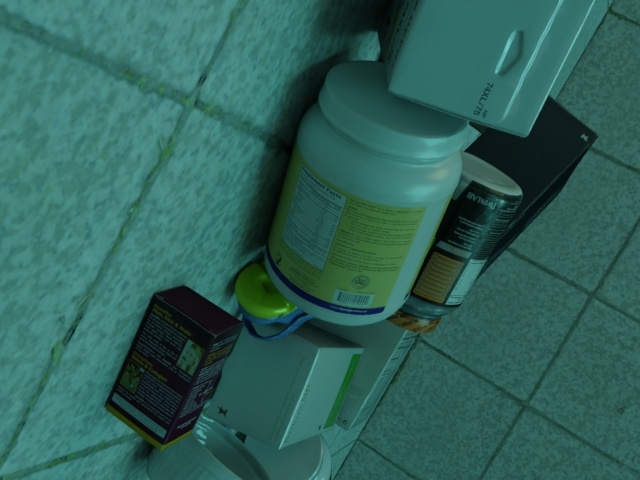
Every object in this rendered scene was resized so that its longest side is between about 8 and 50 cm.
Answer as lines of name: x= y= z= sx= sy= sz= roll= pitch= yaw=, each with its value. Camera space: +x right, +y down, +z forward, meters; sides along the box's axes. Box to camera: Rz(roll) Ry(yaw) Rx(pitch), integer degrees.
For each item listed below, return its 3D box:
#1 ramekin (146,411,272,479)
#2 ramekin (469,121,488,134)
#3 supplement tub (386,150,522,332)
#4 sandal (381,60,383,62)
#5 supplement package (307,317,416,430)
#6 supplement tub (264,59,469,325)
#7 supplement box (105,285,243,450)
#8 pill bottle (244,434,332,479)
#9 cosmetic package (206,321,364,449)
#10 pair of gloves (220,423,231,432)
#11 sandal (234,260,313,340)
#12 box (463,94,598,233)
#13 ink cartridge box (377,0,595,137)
ramekin: x=-0.186 y=0.380 z=1.308 sx=0.109 sy=0.207 sz=0.207 roll=-49 pitch=163 yaw=-2
ramekin: x=0.390 y=-0.368 z=1.765 sx=0.273 sy=0.127 sz=0.273 roll=-51 pitch=162 yaw=-24
supplement tub: x=0.215 y=0.001 z=1.472 sx=0.193 sy=0.193 sz=0.316 roll=-22 pitch=142 yaw=-63
sandal: x=0.260 y=-0.374 z=1.266 sx=0.416 sy=0.102 sz=0.169 roll=-46 pitch=171 yaw=26
supplement package: x=0.068 y=0.249 z=1.785 sx=0.262 sy=0.199 sz=0.198 roll=-60 pitch=164 yaw=5
supplement tub: x=0.063 y=-0.067 z=1.169 sx=0.241 sy=0.241 sz=0.331 roll=-38 pitch=153 yaw=-49
supplement box: x=-0.197 y=0.169 z=1.075 sx=0.188 sy=0.104 sz=0.081 roll=-63 pitch=163 yaw=16
pill bottle: x=-0.078 y=0.533 z=1.847 sx=0.210 sy=0.210 sz=0.363 roll=-51 pitch=161 yaw=-25
cosmetic package: x=-0.053 y=0.262 z=1.520 sx=0.197 sy=0.155 sz=0.365 roll=-68 pitch=164 yaw=0
pair of gloves: x=-0.173 y=0.343 z=1.575 sx=0.198 sy=0.023 sz=0.159 roll=-58 pitch=162 yaw=-15
sandal: x=-0.018 y=0.081 z=1.348 sx=0.317 sy=0.126 sz=0.138 roll=-14 pitch=145 yaw=-33
box: x=0.386 y=-0.106 z=1.735 sx=0.343 sy=0.179 sz=0.312 roll=-44 pitch=166 yaw=-14
ink cartridge box: x=0.205 y=-0.300 z=1.068 sx=0.270 sy=0.197 sz=0.198 roll=-89 pitch=-162 yaw=-60
